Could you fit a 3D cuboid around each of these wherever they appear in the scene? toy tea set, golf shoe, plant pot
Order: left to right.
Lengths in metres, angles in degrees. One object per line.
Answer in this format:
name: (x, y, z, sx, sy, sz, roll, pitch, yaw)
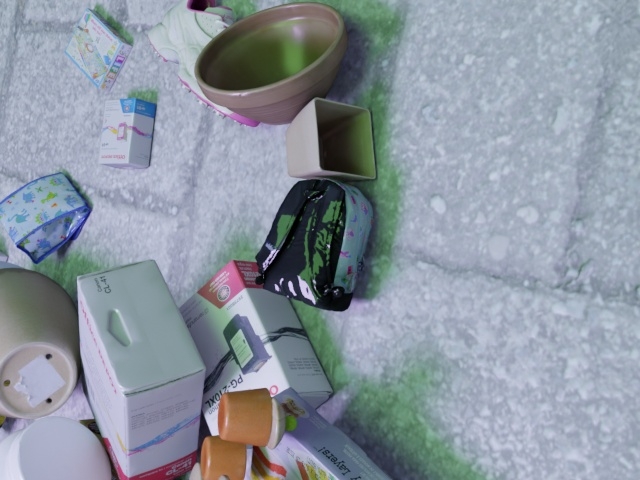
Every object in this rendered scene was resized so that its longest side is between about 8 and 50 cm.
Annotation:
plant pot: (-0.508, 0.197, 1.526, 0.274, 0.256, 0.257, 19, 96, 61)
golf shoe: (-0.176, -0.309, 1.484, 0.140, 0.115, 0.306, -52, 57, 17)
toy tea set: (-0.093, 0.338, 1.201, 0.336, 0.124, 0.200, 113, 155, -46)
plant pot: (-0.063, -0.251, 1.352, 0.237, 0.110, 0.237, -13, 40, 11)
plant pot: (0.006, -0.137, 1.322, 0.096, 0.109, 0.109, -17, 73, 48)

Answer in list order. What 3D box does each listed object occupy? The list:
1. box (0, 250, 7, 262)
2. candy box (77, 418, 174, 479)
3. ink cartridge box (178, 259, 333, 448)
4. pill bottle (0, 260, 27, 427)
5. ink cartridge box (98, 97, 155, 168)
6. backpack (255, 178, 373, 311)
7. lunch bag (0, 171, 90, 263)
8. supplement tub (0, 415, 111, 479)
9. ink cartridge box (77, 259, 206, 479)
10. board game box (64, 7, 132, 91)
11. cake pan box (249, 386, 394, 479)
box: (-0.732, 0.057, 1.877, 0.087, 0.102, 0.101, 28, 100, 40)
candy box: (-0.326, 0.462, 1.504, 0.316, 0.087, 0.183, 34, 105, 37)
ink cartridge box: (-0.113, 0.176, 1.367, 0.172, 0.100, 0.237, -41, 61, 27)
pill bottle: (-0.658, 0.216, 1.739, 0.188, 0.188, 0.334, 38, 107, 36)
ink cartridge box: (-0.356, -0.195, 1.646, 0.088, 0.052, 0.123, 3, 86, 38)
backpack: (0.000, 0.000, 1.296, 0.152, 0.115, 0.182, 15, 92, 27)
lunch bag: (-0.535, -0.051, 1.744, 0.151, 0.096, 0.129, -40, 57, -7)
supplement tub: (-0.486, 0.424, 1.458, 0.272, 0.191, 0.191, -41, 61, 29)
ink cartridge box: (-0.281, 0.215, 1.386, 0.226, 0.131, 0.306, 58, 150, 32)
board game box: (-0.437, -0.374, 1.752, 0.154, 0.026, 0.103, 45, 111, 34)
cake pan box: (0.008, 0.372, 1.207, 0.267, 0.070, 0.246, 36, 134, 36)
